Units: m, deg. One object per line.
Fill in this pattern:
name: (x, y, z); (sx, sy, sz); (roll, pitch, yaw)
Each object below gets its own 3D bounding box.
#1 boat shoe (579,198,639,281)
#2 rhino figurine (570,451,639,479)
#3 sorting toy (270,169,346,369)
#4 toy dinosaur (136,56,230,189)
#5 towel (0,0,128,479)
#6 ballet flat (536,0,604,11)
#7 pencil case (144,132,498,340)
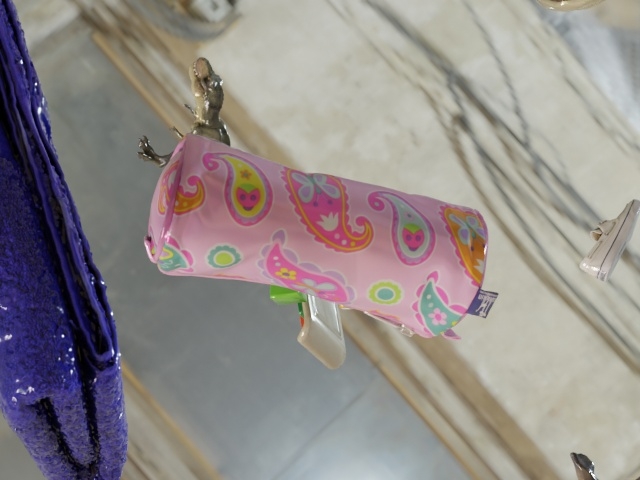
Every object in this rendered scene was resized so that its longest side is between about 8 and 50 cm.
boat shoe: (0.274, -0.005, 1.264); (0.100, 0.035, 0.035); (-56, 159, -28)
rhino figurine: (0.175, 0.184, 0.784); (0.243, 0.106, 0.073); (83, 17, -59)
sorting toy: (-0.016, 0.039, 1.535); (0.047, 0.196, 0.348); (-8, 162, 11)
toy dinosaur: (-0.154, -0.092, 1.650); (0.118, 0.268, 0.064); (-3, -146, 13)
towel: (-0.186, -0.007, 0.865); (0.076, 0.308, 0.228); (-17, 158, -7)
ballet flat: (0.270, -0.258, 1.022); (0.248, 0.086, 0.086); (-34, -176, 21)
pencil case: (0.000, 0.000, 1.105); (0.124, 0.284, 0.124); (-165, -90, -75)
